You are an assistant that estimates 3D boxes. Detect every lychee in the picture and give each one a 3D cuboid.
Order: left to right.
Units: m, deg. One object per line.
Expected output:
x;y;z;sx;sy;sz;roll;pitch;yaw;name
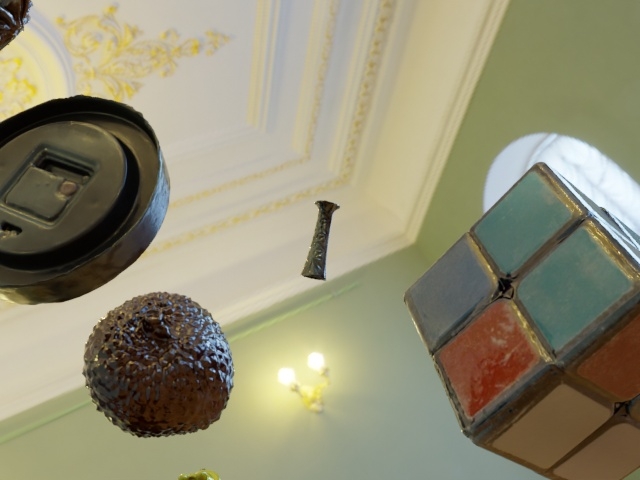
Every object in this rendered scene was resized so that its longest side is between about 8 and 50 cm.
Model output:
-0.277;0.219;1.270;0.261;0.260;0.260;-27;-30;-17;lychee

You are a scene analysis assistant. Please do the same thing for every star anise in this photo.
-0.463;-0.312;1.055;0.129;0.056;0.124;-57;10;-20;star anise

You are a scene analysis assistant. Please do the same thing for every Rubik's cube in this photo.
0.361;0.131;1.067;0.313;0.318;0.316;31;-67;-31;Rubik's cube

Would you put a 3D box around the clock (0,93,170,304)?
-0.366;-0.063;1.013;0.325;0.325;0.067;-31;-32;-10;clock

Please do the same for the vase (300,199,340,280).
0.000;0.000;1.574;0.059;0.059;0.167;25;-105;-59;vase

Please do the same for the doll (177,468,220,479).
-0.237;0.589;1.596;0.099;0.135;0.241;-43;-56;-39;doll
